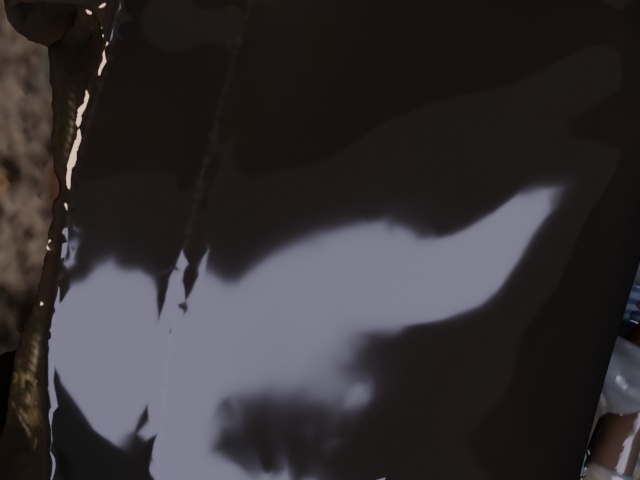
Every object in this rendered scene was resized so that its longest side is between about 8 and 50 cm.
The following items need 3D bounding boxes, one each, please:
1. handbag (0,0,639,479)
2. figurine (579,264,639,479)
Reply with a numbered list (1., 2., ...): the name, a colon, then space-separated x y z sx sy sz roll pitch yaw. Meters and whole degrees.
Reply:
1. handbag: 0.000 0.000 0.510 0.257 0.113 0.285 -3 113 -42
2. figurine: 0.128 0.010 0.676 0.147 0.093 0.197 21 95 -28
